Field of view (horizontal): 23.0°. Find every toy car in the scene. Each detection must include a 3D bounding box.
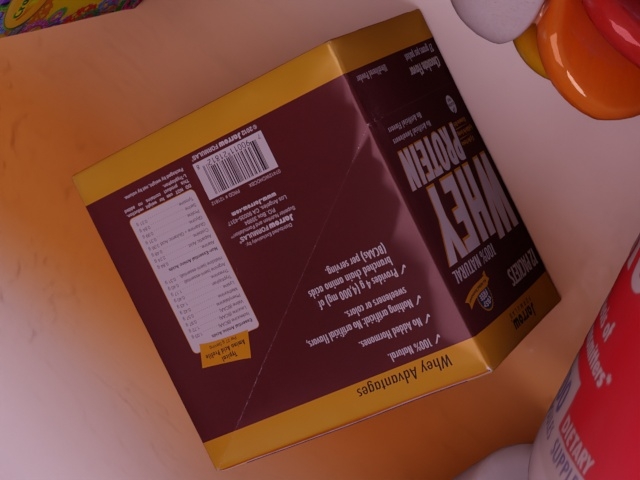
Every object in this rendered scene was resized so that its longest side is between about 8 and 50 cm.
[{"bbox_3d":[0.160,-0.143,0.758,0.159,0.136,0.182,11,118,-21],"label":"toy car"}]

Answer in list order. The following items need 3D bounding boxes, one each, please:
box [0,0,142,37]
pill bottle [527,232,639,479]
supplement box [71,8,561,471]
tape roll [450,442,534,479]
[{"bbox_3d":[-0.153,-0.316,0.865,0.279,0.177,0.290,49,119,6],"label":"box"},{"bbox_3d":[0.274,0.001,0.721,0.229,0.229,0.408,30,115,15],"label":"pill bottle"},{"bbox_3d":[0.000,0.000,0.911,0.191,0.129,0.194,-24,94,29],"label":"supplement box"},{"bbox_3d":[0.105,0.258,0.872,0.169,0.246,0.246,-40,86,29],"label":"tape roll"}]
